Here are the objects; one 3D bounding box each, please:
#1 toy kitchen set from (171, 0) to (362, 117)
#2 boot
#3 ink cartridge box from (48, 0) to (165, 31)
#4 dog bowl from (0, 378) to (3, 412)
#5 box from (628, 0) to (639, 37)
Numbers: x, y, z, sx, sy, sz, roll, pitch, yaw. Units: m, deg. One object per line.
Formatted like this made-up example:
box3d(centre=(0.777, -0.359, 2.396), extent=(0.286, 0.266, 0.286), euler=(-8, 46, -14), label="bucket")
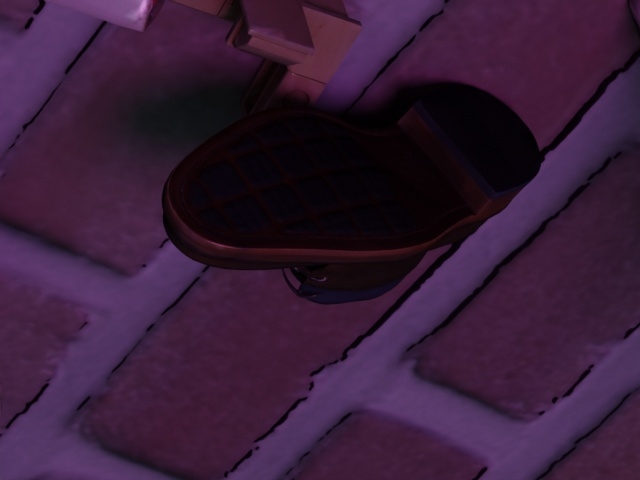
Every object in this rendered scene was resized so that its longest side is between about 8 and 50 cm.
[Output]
box3d(centre=(-0.034, -0.074, 0.759), extent=(0.083, 0.068, 0.075), euler=(16, 125, -26), label="toy kitchen set")
box3d(centre=(0.000, 0.000, 0.785), extent=(0.219, 0.082, 0.106), euler=(-13, 151, -47), label="boot")
box3d(centre=(-0.056, -0.231, 0.475), extent=(0.271, 0.130, 0.309), euler=(18, 114, 0), label="ink cartridge box")
box3d(centre=(-0.303, 0.033, 0.706), extent=(0.348, 0.102, 0.349), euler=(-9, 149, -6), label="dog bowl")
box3d(centre=(0.253, -0.017, 0.734), extent=(0.169, 0.290, 0.087), euler=(-23, 132, 5), label="box")
